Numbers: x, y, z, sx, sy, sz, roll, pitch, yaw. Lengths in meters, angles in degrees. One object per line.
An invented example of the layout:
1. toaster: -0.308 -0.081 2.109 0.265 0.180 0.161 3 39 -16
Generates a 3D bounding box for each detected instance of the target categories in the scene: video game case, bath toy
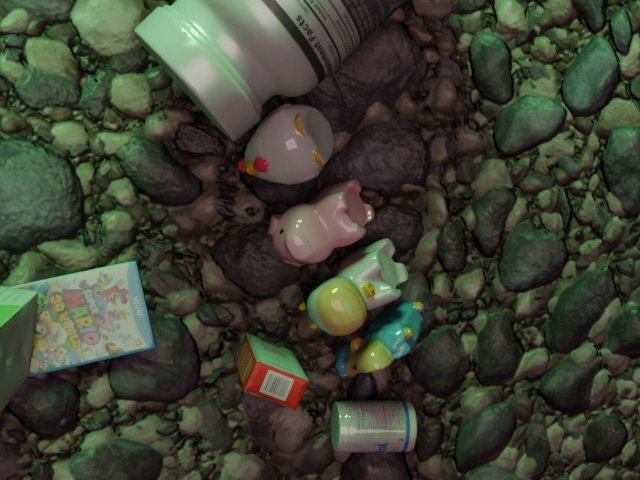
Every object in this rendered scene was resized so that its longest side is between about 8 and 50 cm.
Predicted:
1. video game case: -0.306 0.100 1.120 0.166 0.015 0.119 -12 99 -8
2. bath toy: 0.000 0.000 1.109 0.129 0.151 0.348 -20 103 29

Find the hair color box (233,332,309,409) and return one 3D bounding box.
1. hair color box: -0.065 0.164 1.106 0.072 0.141 0.043 23 94 -12

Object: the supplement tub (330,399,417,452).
1. supplement tub: 0.072 0.251 1.179 0.107 0.071 0.071 1 98 -9

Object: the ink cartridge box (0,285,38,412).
1. ink cartridge box: -0.522 0.107 0.980 0.353 0.207 0.119 7 97 -8

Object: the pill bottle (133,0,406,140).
1. pill bottle: -0.028 -0.302 1.014 0.363 0.210 0.210 -43 103 -2
